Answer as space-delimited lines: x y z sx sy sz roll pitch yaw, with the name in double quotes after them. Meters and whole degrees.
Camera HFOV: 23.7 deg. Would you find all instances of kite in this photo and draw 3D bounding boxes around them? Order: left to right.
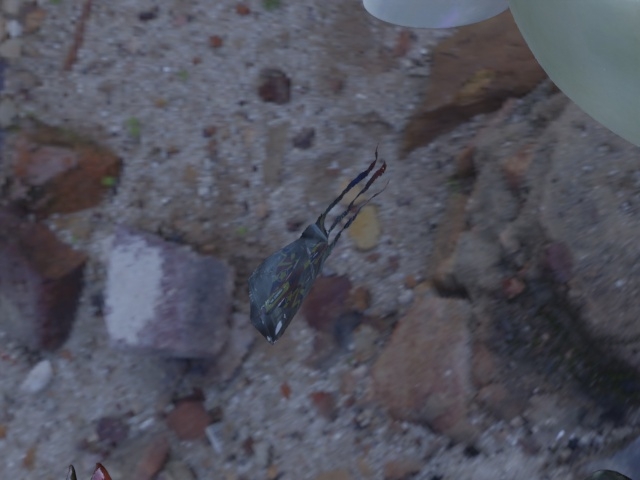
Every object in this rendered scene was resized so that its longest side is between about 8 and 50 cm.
0.001 0.001 1.650 0.015 0.141 0.245 29 66 23 "kite"

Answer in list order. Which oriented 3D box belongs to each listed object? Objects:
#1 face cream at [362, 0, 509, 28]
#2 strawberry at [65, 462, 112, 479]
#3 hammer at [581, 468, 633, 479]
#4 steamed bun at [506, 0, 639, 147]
0.170 -0.322 1.533 0.173 0.348 0.081 -1 69 -15 "face cream"
-0.114 0.352 1.078 0.343 0.292 0.292 43 106 10 "strawberry"
0.254 0.200 0.487 0.440 0.168 0.044 34 85 -13 "hammer"
0.161 -0.160 0.761 0.154 0.200 0.250 -13 62 3 "steamed bun"
